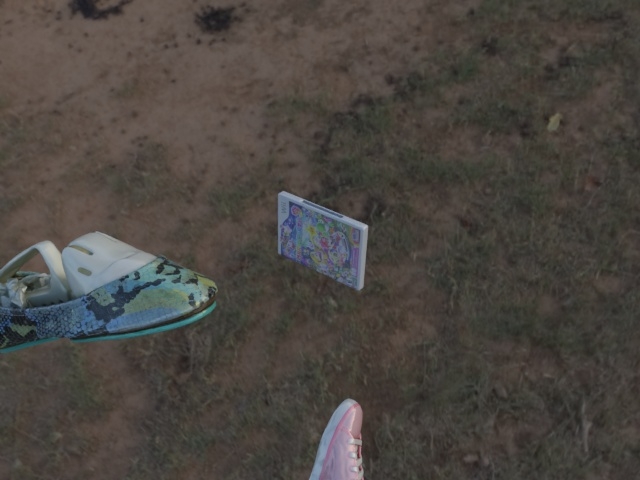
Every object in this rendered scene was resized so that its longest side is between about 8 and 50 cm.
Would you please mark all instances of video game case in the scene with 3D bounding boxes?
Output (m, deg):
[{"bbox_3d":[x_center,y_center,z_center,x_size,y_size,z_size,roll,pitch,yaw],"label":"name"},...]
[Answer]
[{"bbox_3d":[0.000,0.000,0.822,0.122,0.087,0.011,24,40,29],"label":"video game case"}]

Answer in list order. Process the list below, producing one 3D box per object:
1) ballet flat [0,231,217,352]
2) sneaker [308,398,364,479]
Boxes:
[{"bbox_3d":[-0.146,0.028,0.419,0.188,0.070,0.070,-13,50,29],"label":"ballet flat"},{"bbox_3d":[0.027,0.215,0.626,0.070,0.051,0.134,17,78,24],"label":"sneaker"}]
